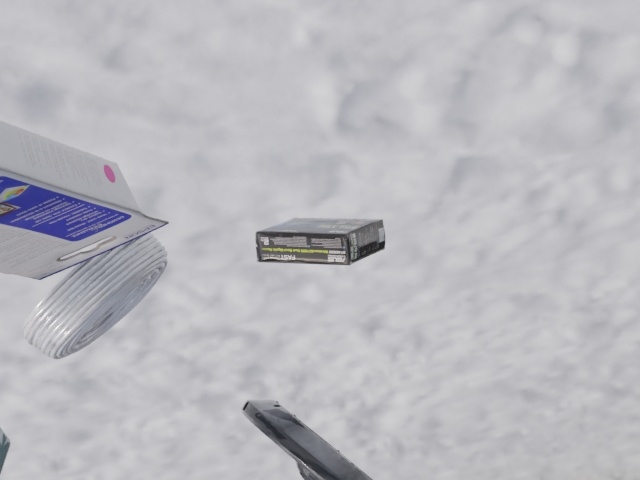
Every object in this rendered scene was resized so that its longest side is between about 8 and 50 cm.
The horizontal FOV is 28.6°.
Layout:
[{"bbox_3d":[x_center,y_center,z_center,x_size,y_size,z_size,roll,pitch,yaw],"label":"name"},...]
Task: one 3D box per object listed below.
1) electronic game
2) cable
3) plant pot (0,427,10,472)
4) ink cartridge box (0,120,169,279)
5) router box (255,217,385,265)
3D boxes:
[{"bbox_3d":[0.011,0.238,1.280,0.048,0.229,0.229,-51,165,-6],"label":"electronic game"},{"bbox_3d":[-0.351,0.084,1.966,0.257,0.089,0.257,-45,177,38],"label":"cable"},{"bbox_3d":[-0.504,0.295,1.370,0.247,0.252,0.247,7,156,0],"label":"plant pot"},{"bbox_3d":[-0.311,-0.035,1.209,0.175,0.069,0.371,-22,163,17],"label":"ink cartridge box"},{"bbox_3d":[0.000,0.000,1.436,0.122,0.038,0.092,1,-168,28],"label":"router box"}]
